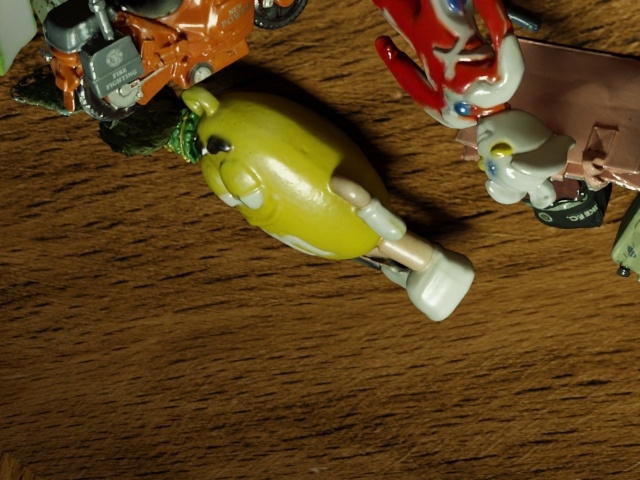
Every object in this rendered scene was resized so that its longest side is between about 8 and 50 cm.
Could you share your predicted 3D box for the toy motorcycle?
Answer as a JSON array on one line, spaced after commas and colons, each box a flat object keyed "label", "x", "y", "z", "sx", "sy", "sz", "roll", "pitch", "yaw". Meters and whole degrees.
[{"label": "toy motorcycle", "x": -0.158, "y": -0.272, "z": 2.004, "sx": 0.148, "sy": 0.325, "sz": 0.221, "roll": 37, "pitch": 153, "yaw": 48}]

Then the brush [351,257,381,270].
[{"label": "brush", "x": 0.000, "y": 0.000, "z": 2.568, "sx": 0.193, "sy": 0.016, "sz": 0.063, "roll": 22, "pitch": 151, "yaw": 2}]

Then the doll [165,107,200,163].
[{"label": "doll", "x": -0.201, "y": -0.154, "z": 2.399, "sx": 0.113, "sy": 0.078, "sz": 0.077, "roll": 22, "pitch": 146, "yaw": -2}]

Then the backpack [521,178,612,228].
[{"label": "backpack", "x": 0.283, "y": -0.078, "z": 2.168, "sx": 0.120, "sy": 0.106, "sz": 0.165, "roll": -5, "pitch": 137, "yaw": 32}]

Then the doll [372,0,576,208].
[{"label": "doll", "x": 0.140, "y": -0.201, "z": 1.930, "sx": 0.384, "sy": 0.099, "sz": 0.188, "roll": 56, "pitch": 146, "yaw": 4}]

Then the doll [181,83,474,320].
[{"label": "doll", "x": 0.009, "y": -0.046, "z": 2.367, "sx": 0.423, "sy": 0.161, "sz": 0.348, "roll": 28, "pitch": 167, "yaw": 5}]

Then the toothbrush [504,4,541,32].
[{"label": "toothbrush", "x": 0.143, "y": -0.279, "z": 2.026, "sx": 0.219, "sy": 0.019, "sz": 0.016, "roll": 24, "pitch": 145, "yaw": -3}]

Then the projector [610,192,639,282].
[{"label": "projector", "x": 0.498, "y": 0.019, "z": 2.200, "sx": 0.269, "sy": 0.088, "sz": 0.193, "roll": 21, "pitch": 153, "yaw": 2}]

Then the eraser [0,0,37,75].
[{"label": "eraser", "x": -0.487, "y": -0.335, "z": 2.228, "sx": 0.274, "sy": 0.092, "sz": 0.210, "roll": 29, "pitch": 157, "yaw": 13}]

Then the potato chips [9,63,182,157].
[{"label": "potato chips", "x": -0.267, "y": -0.171, "z": 2.292, "sx": 0.220, "sy": 0.202, "sz": 0.029, "roll": 44, "pitch": 134, "yaw": 38}]

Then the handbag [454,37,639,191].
[{"label": "handbag", "x": 0.270, "y": -0.138, "z": 2.028, "sx": 0.212, "sy": 0.157, "sz": 0.059, "roll": 12, "pitch": 151, "yaw": 21}]

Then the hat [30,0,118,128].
[{"label": "hat", "x": -0.257, "y": -0.272, "z": 2.183, "sx": 0.265, "sy": 0.128, "sz": 0.265, "roll": 52, "pitch": 160, "yaw": 28}]
